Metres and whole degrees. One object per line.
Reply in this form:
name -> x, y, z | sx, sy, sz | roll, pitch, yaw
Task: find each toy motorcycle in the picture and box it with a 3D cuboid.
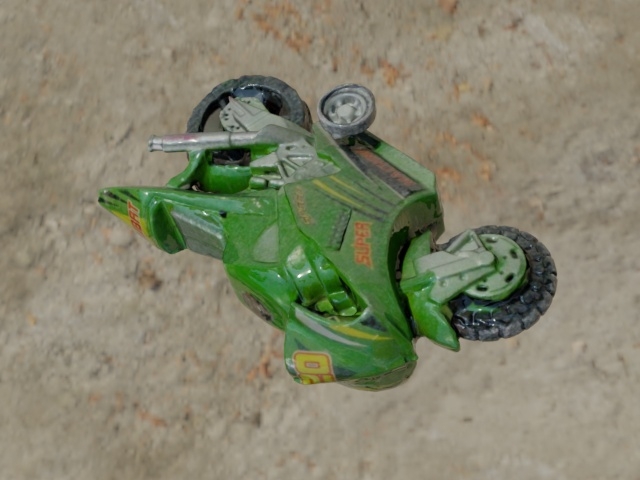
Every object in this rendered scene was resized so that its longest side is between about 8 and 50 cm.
toy motorcycle -> 0.000, 0.000, 0.546 | 0.106, 0.190, 0.074 | -44, 146, -18
